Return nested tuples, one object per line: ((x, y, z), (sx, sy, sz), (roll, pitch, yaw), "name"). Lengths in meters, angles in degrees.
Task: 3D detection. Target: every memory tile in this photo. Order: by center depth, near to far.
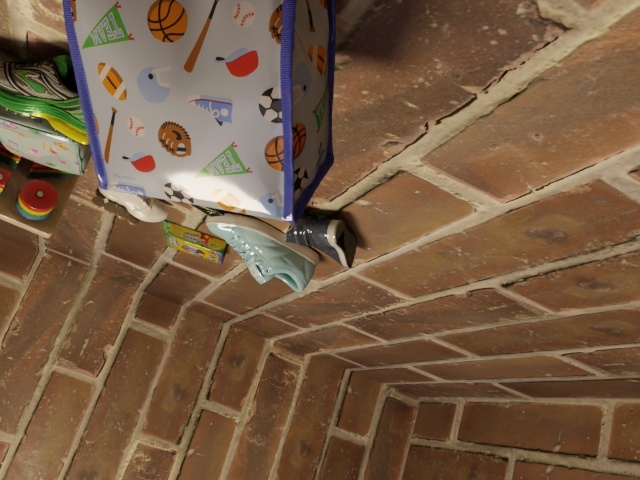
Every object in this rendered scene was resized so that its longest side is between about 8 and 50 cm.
((-0.588, -0.112, 1.836), (0.148, 0.113, 0.012), (29, 132, -25), "memory tile")

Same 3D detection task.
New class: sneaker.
((-0.542, -0.320, 1.268), (0.343, 0.134, 0.146), (24, 120, 8), "sneaker")
((0.000, -0.002, 1.648), (0.163, 0.086, 0.226), (8, 157, 22), "sneaker")
((-0.528, -0.125, 1.808), (0.212, 0.080, 0.094), (28, 146, -22), "sneaker")
((-0.175, 0.041, 1.819), (0.365, 0.150, 0.135), (25, 158, -18), "sneaker")

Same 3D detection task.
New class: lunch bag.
((-0.150, -0.257, 0.857), (0.327, 0.239, 0.386), (8, 127, 14), "lunch bag")
((-0.654, -0.261, 1.480), (0.223, 0.108, 0.279), (20, 163, -12), "lunch bag")

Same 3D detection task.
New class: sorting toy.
((-0.768, -0.177, 1.626), (0.255, 0.257, 0.089), (27, 141, -24), "sorting toy")

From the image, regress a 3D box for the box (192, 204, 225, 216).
((-0.299, -0.106, 1.684), (0.062, 0.052, 0.083), (-3, 152, 44), "box")

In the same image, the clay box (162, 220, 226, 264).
((-0.424, 0.008, 2.086), (0.221, 0.053, 0.127), (18, 160, -3), "clay box")
